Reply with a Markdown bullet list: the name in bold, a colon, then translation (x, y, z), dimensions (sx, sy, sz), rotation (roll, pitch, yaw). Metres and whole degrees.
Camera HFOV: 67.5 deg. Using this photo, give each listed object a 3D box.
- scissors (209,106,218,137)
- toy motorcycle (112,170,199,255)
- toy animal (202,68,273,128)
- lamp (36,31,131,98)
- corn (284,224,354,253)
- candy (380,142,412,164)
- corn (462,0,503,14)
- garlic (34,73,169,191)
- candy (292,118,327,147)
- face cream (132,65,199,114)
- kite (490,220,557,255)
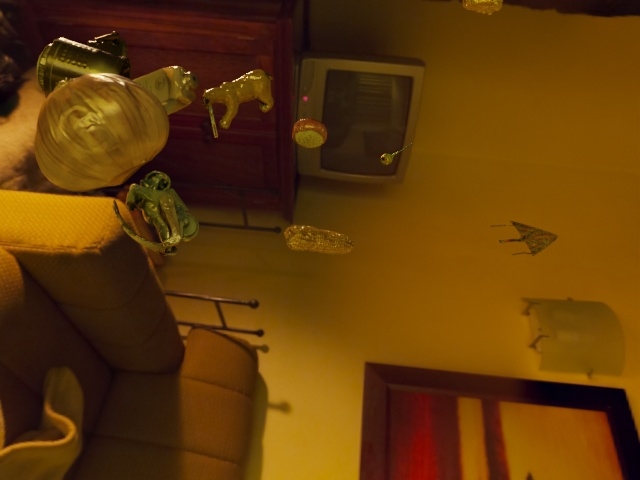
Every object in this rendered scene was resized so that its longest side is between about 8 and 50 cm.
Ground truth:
- **scissors**: translation (-0.381, -0.424, 1.695), dimensions (0.058, 0.014, 0.119), rotation (-105, -173, -69)
- **toy motorcycle**: translation (-0.603, -0.106, 1.755), dimensions (0.182, 0.319, 0.241), rotation (-42, 169, 32)
- **toy animal**: translation (-0.208, -0.374, 1.219), dimensions (0.103, 0.218, 0.101), rotation (55, -21, 19)
- **lamp**: translation (-0.734, -0.496, 1.505), dimensions (0.205, 0.272, 0.374), rotation (122, -41, -57)
- **corn**: translation (0.000, 0.000, 1.793), dimensions (0.101, 0.291, 0.101), rotation (-21, -114, 57)
- **candy**: translation (0.245, -0.279, 1.527), dimensions (0.035, 0.123, 0.035), rotation (62, -12, -14)
- **corn**: translation (0.325, -0.587, 0.961), dimensions (0.093, 0.093, 0.244), rotation (-65, 153, -87)
- **garlic**: translation (-0.528, -0.272, 1.160), dimensions (0.317, 0.259, 0.317), rotation (-38, -162, 15)
- **candy**: translation (-0.031, -0.309, 1.385), dimensions (0.103, 0.103, 0.043), rotation (93, 2, -65)
- **face cream**: translation (-0.712, -0.622, 2.064), dimensions (0.137, 0.420, 0.235), rotation (18, 59, -68)
- **kite**: translation (0.565, -0.002, 1.307), dimensions (0.183, 0.160, 0.010), rotation (41, 57, -36)
